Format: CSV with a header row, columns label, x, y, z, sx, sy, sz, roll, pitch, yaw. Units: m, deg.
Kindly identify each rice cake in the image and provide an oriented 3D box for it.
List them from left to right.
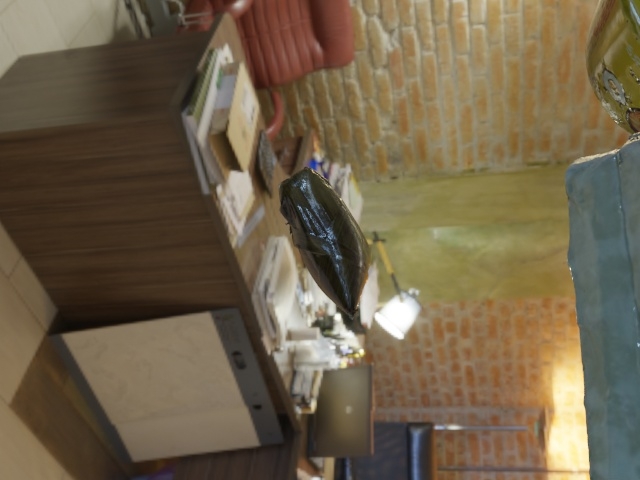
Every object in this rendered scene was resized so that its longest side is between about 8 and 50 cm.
label,x,y,z,sx,sy,sz,roll,pitch,yaw
rice cake,0.178,0.038,0.333,0.038,0.124,0.211,17,70,-33

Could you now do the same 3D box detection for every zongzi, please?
label,x,y,z,sx,sy,sz,roll,pitch,yaw
zongzi,0.000,0.000,1.151,0.221,0.112,0.242,55,16,-12

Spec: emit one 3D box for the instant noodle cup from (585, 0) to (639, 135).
label,x,y,z,sx,sy,sz,roll,pitch,yaw
instant noodle cup,0.444,-0.244,0.744,0.254,0.326,0.325,51,37,-82
